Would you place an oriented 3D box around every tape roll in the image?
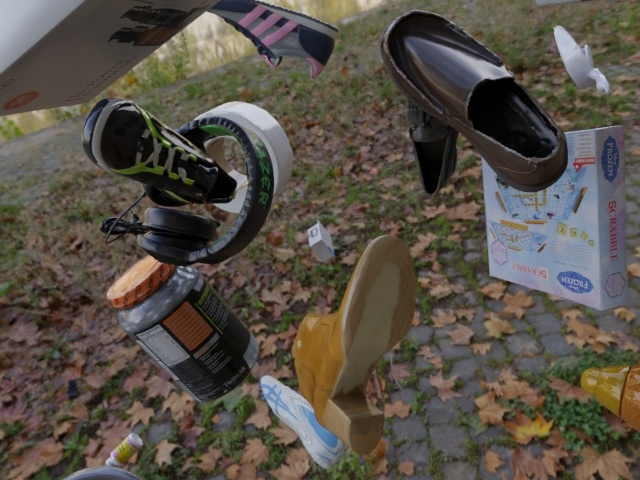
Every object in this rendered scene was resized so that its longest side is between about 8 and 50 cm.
[{"bbox_3d":[-0.222,-0.217,1.235,0.287,0.285,0.100,2,30,20],"label":"tape roll"}]

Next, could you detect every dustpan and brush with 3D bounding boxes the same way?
[{"bbox_3d":[0.549,-0.351,0.949,0.060,0.147,0.211,-26,38,42],"label":"dustpan and brush"}]

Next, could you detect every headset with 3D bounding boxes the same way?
[{"bbox_3d":[-0.241,-0.063,0.833,0.395,0.185,0.243,-14,75,26],"label":"headset"}]

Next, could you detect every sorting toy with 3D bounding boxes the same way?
[{"bbox_3d":[0.376,0.075,0.481,0.126,0.126,0.365,10,40,41],"label":"sorting toy"}]

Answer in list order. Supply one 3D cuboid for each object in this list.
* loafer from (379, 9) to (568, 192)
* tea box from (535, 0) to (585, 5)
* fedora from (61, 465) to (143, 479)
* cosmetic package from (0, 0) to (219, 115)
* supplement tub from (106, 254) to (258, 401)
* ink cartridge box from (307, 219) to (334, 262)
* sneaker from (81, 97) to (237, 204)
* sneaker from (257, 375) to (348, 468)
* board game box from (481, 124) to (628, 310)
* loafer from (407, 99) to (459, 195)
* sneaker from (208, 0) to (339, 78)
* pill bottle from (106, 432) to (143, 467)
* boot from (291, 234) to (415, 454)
[{"bbox_3d":[0.237,-0.233,0.699,0.134,0.130,0.366,-46,77,5],"label":"loafer"},{"bbox_3d":[0.321,-0.426,0.395,0.220,0.329,0.323,-38,26,0],"label":"tea box"},{"bbox_3d":[-0.434,0.589,0.943,0.276,0.124,0.243,6,72,4],"label":"fedora"},{"bbox_3d":[-0.283,-0.299,0.593,0.378,0.097,0.284,-28,13,18],"label":"cosmetic package"},{"bbox_3d":[-0.294,0.183,1.008,0.194,0.315,0.193,-27,25,14],"label":"supplement tub"},{"bbox_3d":[0.000,0.000,0.919,0.028,0.048,0.083,-32,28,13],"label":"ink cartridge box"},{"bbox_3d":[-0.169,-0.097,0.552,0.097,0.084,0.235,13,-5,17],"label":"sneaker"},{"bbox_3d":[-0.033,0.318,0.860,0.086,0.085,0.237,-47,43,-15],"label":"sneaker"},{"bbox_3d":[0.456,-0.054,0.938,0.066,0.317,0.319,-10,11,-15],"label":"board game box"},{"bbox_3d":[0.221,-0.199,0.904,0.096,0.267,0.084,9,56,28],"label":"loafer"},{"bbox_3d":[-0.128,-0.457,1.023,0.320,0.130,0.112,16,24,-4],"label":"sneaker"},{"bbox_3d":[-0.477,0.513,1.121,0.083,0.043,0.043,-44,42,-11],"label":"pill bottle"},{"bbox_3d":[0.026,0.126,0.664,0.104,0.294,0.211,6,5,-25],"label":"boot"}]
